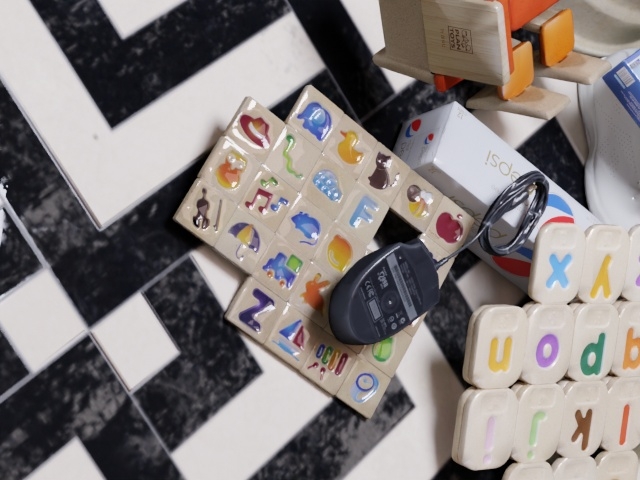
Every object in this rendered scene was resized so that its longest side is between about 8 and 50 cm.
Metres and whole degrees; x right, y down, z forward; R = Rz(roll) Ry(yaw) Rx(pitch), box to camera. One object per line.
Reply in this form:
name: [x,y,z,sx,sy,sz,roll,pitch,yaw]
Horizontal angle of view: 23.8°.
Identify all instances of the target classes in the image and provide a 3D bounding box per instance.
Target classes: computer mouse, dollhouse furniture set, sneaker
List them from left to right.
computer mouse: [0.096,0.010,1.251,0.242,0.041,0.071,-31,115,-27]
dollhouse furniture set: [0.167,-0.221,1.293,0.259,0.135,0.262,-38,130,-38]
sneaker: [0.307,-0.083,1.461,0.080,0.094,0.212,-2,78,-38]

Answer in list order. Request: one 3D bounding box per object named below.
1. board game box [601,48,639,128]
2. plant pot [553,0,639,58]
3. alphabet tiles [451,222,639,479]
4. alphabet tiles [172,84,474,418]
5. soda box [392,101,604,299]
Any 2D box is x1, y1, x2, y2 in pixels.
board game box: [0.365,-0.104,1.417,0.136,0.035,0.201,-33,86,-41]
plant pot: [0.349,-0.374,1.437,0.334,0.305,0.334,11,72,-36]
alphabet tiles: [0.230,0.121,1.340,0.284,0.021,0.278,0,100,-38]
alphabet tiles: [0.000,0.000,1.227,0.237,0.009,0.198,37,72,-24]
soda box: [0.160,-0.028,1.344,0.216,0.074,0.069,36,59,-26]
